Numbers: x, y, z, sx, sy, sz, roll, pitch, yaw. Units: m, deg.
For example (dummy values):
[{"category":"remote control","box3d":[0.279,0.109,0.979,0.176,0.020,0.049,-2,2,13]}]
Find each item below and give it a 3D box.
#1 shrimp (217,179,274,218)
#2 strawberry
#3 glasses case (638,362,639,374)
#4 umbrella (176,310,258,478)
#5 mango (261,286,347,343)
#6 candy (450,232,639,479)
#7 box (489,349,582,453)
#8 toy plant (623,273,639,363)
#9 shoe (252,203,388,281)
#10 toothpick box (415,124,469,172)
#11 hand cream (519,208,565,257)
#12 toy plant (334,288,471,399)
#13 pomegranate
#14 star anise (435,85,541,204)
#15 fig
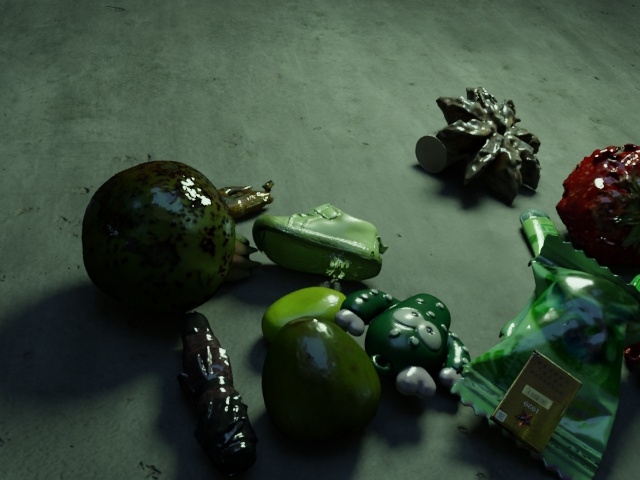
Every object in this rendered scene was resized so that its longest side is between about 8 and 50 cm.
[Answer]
[{"category":"shrimp","box3d":[-0.187,-0.096,1.776,0.187,0.052,0.132,-12,39,-21]},{"category":"strawberry","box3d":[0.637,-0.070,1.755,0.274,0.274,0.220,-1,-2,-12]},{"category":"glasses case","box3d":[0.702,0.209,1.463,0.316,0.076,0.123,-16,40,-30]},{"category":"umbrella","box3d":[-0.173,0.227,1.274,0.094,0.090,0.326,-10,37,-18]},{"category":"mango","box3d":[-0.025,0.132,1.437,0.163,0.089,0.117,-3,35,-13]},{"category":"candy","box3d":[0.401,0.193,1.364,0.263,0.172,0.398,27,48,20]},{"category":"box","box3d":[0.334,0.248,1.261,0.090,0.023,0.133,34,70,13]},{"category":"toy plant","box3d":[0.604,0.137,1.545,0.240,0.088,0.154,-25,48,-28]},{"category":"shoe","box3d":[-0.002,0.006,1.598,0.262,0.140,0.128,16,45,5]},{"category":"toothpick box","box3d":[0.318,-0.236,2.027,0.098,0.098,0.149,31,42,31]},{"category":"hand cream","box3d":[0.486,-0.007,1.768,0.095,0.046,0.175,3,36,-11]},{"category":"toy plant","box3d":[0.149,0.171,1.386,0.243,0.112,0.232,-2,43,-40]},{"category":"pomegranate","box3d":[-0.251,0.003,1.476,0.285,0.285,0.340,37,12,36]},{"category":"star anise","box3d":[0.410,-0.241,1.950,0.331,0.117,0.332,16,53,-22]},{"category":"fig","box3d":[-0.004,0.211,1.260,0.181,0.191,0.181,-17,7,2]}]
